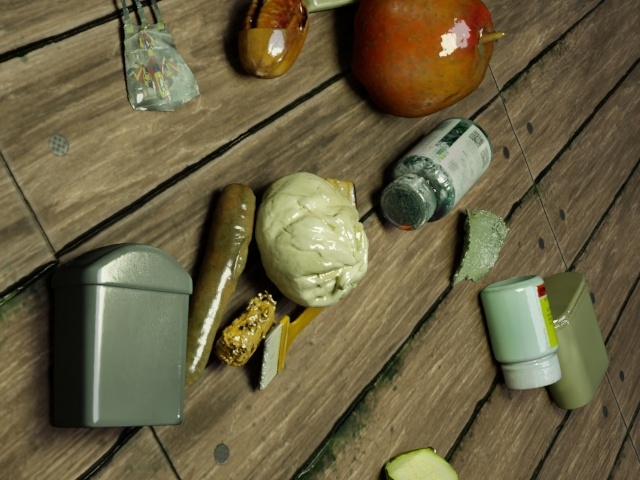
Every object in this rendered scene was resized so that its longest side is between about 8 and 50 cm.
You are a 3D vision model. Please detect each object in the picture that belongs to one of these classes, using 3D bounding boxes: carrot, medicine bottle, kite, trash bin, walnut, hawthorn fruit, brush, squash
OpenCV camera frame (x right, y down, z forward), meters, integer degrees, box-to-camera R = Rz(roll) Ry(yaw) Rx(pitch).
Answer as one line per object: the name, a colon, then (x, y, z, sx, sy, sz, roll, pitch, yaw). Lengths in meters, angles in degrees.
carrot: (-0.154, 0.068, 1.332, 0.070, 0.070, 0.342, 36, 56, -39)
medicine bottle: (0.224, -0.128, 1.777, 0.293, 0.141, 0.141, -44, 114, -47)
kite: (-0.258, -0.310, 1.339, 0.141, 0.015, 0.245, -26, 104, -52)
medicine bottle: (0.434, 0.196, 1.950, 0.139, 0.139, 0.225, -14, 92, -51)
trash bin: (0.586, 0.236, 2.144, 0.243, 0.121, 0.247, -43, 116, -47)
trash bin: (-0.255, 0.121, 1.168, 0.177, 0.101, 0.236, 11, 74, -50)
walnut: (-0.075, -0.351, 1.500, 0.116, 0.116, 0.207, 47, 48, -33)
hawthorn fruit: (0.211, -0.365, 1.690, 0.277, 0.298, 0.277, -4, 95, -59)
brush: (-0.030, 0.134, 1.472, 0.272, 0.013, 0.103, -44, 149, -53)
squash: (0.202, 0.524, 1.597, 0.137, 0.137, 0.287, -15, 94, -51)

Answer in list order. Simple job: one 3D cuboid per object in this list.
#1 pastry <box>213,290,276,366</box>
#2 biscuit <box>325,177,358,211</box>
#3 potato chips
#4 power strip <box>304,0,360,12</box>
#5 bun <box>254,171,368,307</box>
pastry: (-0.108, 0.137, 1.356, 0.140, 0.056, 0.080, -48, 160, -46)
biscuit: (0.038, -0.069, 1.634, 0.081, 0.018, 0.083, 2, 78, -50)
potato chips: (0.339, 0.009, 1.951, 0.228, 0.059, 0.167, -9, 94, -56)
power strip: (0.020, -0.484, 1.681, 0.257, 0.070, 0.105, -28, 102, -49)
bun: (0.000, 0.000, 1.444, 0.229, 0.145, 0.229, 17, 71, -62)
